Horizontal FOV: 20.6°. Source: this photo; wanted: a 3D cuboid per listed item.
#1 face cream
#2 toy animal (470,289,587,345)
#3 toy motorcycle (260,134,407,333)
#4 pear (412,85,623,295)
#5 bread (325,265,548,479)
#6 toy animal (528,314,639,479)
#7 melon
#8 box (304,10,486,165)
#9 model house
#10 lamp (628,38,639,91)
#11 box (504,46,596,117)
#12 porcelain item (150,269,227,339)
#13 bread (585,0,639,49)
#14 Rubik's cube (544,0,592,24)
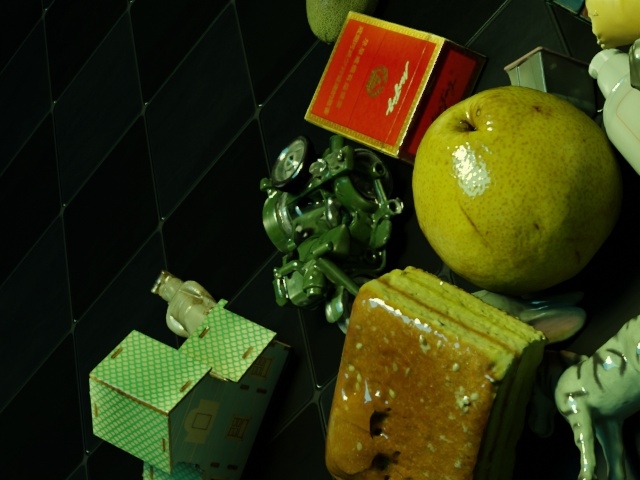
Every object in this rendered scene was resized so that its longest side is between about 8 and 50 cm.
[{"bbox_3d":[0.326,-0.114,1.686,0.101,0.101,0.252,-56,34,20],"label":"face cream"},{"bbox_3d":[0.154,0.091,1.819,0.236,0.108,0.138,-40,42,37],"label":"toy animal"},{"bbox_3d":[0.000,0.000,2.088,0.205,0.127,0.275,-30,49,47],"label":"toy motorcycle"},{"bbox_3d":[0.191,-0.056,1.750,0.209,0.209,0.209,-33,46,43],"label":"pear"},{"bbox_3d":[0.104,0.162,1.730,0.184,0.110,0.234,28,124,30],"label":"bread"},{"bbox_3d":[0.266,0.157,1.636,0.255,0.089,0.170,-22,51,46],"label":"toy animal"},{"bbox_3d":[0.032,-0.329,2.258,0.099,0.099,0.162,25,97,58],"label":"melon"},{"bbox_3d":[0.086,-0.181,2.121,0.240,0.074,0.153,28,92,59],"label":"box"},{"bbox_3d":[-0.180,0.196,2.134,0.178,0.206,0.271,25,94,32],"label":"model house"},{"bbox_3d":[0.396,-0.182,1.585,0.250,0.101,0.101,-11,59,21],"label":"lamp"},{"bbox_3d":[0.244,-0.157,1.853,0.060,0.084,0.063,-28,55,46],"label":"box"},{"bbox_3d":[-0.167,0.100,2.350,0.084,0.054,0.213,-61,33,8],"label":"porcelain item"},{"bbox_3d":[0.353,-0.243,1.707,0.173,0.085,0.134,-2,30,47],"label":"bread"},{"bbox_3d":[0.268,-0.318,1.840,0.154,0.155,0.151,-62,32,10],"label":"Rubik's cube"}]
